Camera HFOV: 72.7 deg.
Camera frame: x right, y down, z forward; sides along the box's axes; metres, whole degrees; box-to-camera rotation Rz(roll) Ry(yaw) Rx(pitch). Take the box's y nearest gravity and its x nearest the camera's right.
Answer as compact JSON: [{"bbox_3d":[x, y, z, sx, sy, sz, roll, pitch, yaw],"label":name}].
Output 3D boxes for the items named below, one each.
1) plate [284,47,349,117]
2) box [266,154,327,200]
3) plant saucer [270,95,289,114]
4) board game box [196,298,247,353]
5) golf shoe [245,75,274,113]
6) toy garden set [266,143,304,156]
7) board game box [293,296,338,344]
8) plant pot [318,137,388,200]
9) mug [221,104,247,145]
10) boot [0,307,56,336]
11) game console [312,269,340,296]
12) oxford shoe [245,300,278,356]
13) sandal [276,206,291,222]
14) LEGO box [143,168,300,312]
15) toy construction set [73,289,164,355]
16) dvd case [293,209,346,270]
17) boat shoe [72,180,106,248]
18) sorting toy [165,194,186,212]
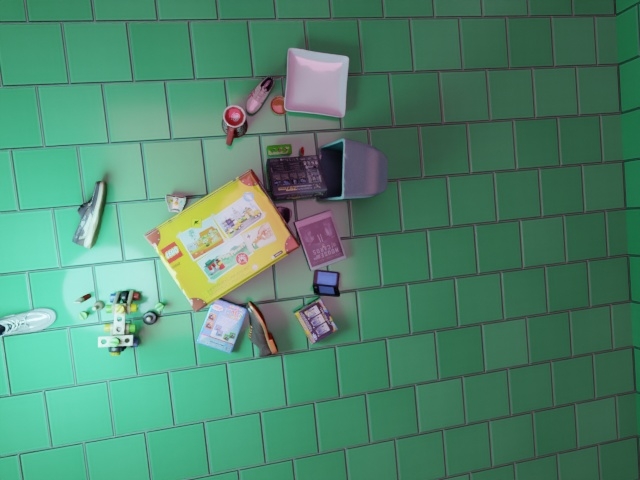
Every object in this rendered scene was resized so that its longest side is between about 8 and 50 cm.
[{"bbox_3d":[-0.019,-0.700,1.947,0.278,0.045,0.277,4,91,-12],"label":"plate"},{"bbox_3d":[-0.103,-0.269,1.861,0.233,0.059,0.183,-8,67,-14],"label":"box"},{"bbox_3d":[-0.182,-0.600,1.936,0.084,0.013,0.083,0,92,-12],"label":"plant saucer"},{"bbox_3d":[-0.433,0.373,1.917,0.160,0.039,0.211,22,89,-11],"label":"board game box"},{"bbox_3d":[-0.265,-0.636,1.883,0.068,0.086,0.186,32,88,-12],"label":"golf shoe"},{"bbox_3d":[-0.125,-0.305,1.943,0.204,0.049,0.243,-7,89,-15],"label":"toy garden set"},{"bbox_3d":[-0.021,0.367,1.991,0.141,0.048,0.170,-29,98,-6],"label":"board game box"},{"bbox_3d":[0.153,-0.296,1.907,0.253,0.248,0.246,-1,93,-25],"label":"plant pot"},{"bbox_3d":[-0.357,-0.486,1.829,0.113,0.169,0.150,-13,94,-11],"label":"mug"},{"bbox_3d":[-1.207,0.339,1.726,0.259,0.123,0.095,-15,95,-10],"label":"boot"},{"bbox_3d":[0.030,0.196,1.984,0.122,0.107,0.071,6,120,-10],"label":"game console"},{"bbox_3d":[-0.280,0.396,1.914,0.099,0.097,0.271,-23,101,-4],"label":"oxford shoe"},{"bbox_3d":[-0.249,-0.091,1.924,0.255,0.054,0.096,-11,94,-10],"label":"sandal"},{"bbox_3d":[-0.389,0.000,1.796,0.501,0.193,0.372,-32,93,-2],"label":"LEGO box"},{"bbox_3d":[-0.837,0.319,1.738,0.309,0.237,0.257,27,87,-10],"label":"toy construction set"},{"bbox_3d":[0.000,0.000,1.989,0.180,0.029,0.238,-20,95,-9],"label":"dvd case"},{"bbox_3d":[-0.942,-0.110,1.771,0.093,0.103,0.284,14,96,-16],"label":"boat shoe"},{"bbox_3d":[-0.620,-0.156,1.860,0.084,0.045,0.075,7,98,-11],"label":"sorting toy"}]
